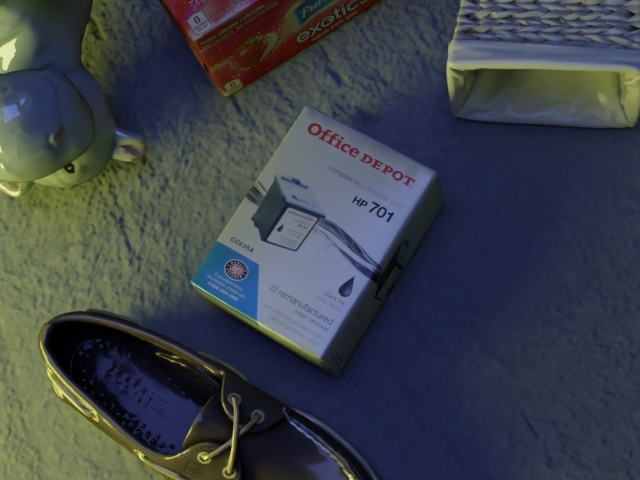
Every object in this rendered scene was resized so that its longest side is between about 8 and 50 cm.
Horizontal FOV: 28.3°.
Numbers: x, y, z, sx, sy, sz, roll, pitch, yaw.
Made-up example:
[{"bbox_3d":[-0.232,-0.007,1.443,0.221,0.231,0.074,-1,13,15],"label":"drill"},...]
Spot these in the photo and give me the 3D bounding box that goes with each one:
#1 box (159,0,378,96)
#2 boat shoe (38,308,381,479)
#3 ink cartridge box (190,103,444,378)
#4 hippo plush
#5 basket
[{"bbox_3d":[-0.027,-0.267,1.174,0.257,0.122,0.128,-32,68,-2],"label":"box"},{"bbox_3d":[-0.095,0.156,1.056,0.324,0.097,0.116,29,78,18],"label":"boat shoe"},{"bbox_3d":[0.000,0.000,1.102,0.140,0.082,0.190,29,80,17],"label":"ink cartridge box"},{"bbox_3d":[-0.292,-0.156,1.149,0.234,0.294,0.236,-9,94,9],"label":"hippo plush"},{"bbox_3d":[0.199,-0.169,1.108,0.167,0.113,0.103,3,70,11],"label":"basket"}]
